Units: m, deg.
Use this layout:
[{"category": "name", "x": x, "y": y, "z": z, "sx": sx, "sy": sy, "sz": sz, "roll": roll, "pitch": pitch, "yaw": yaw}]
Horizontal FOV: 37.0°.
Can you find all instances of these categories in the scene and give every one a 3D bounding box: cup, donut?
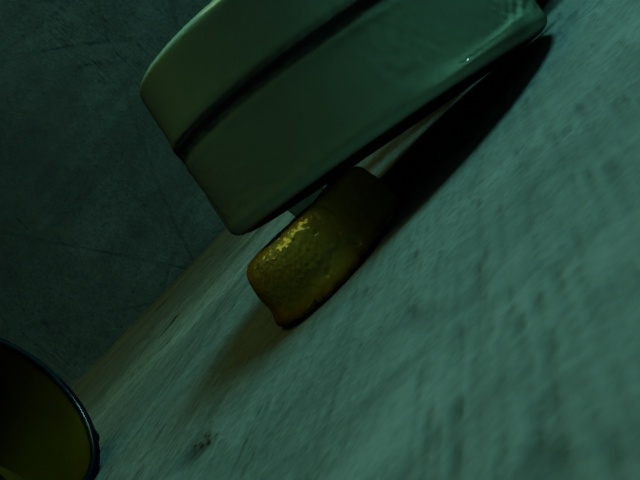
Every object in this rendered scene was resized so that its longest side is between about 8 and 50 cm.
[{"category": "cup", "x": -0.426, "y": 0.271, "z": 1.074, "sx": 0.292, "sy": 0.242, "sz": 0.308, "roll": -47, "pitch": 9, "yaw": 13}, {"category": "donut", "x": 0.000, "y": 0.000, "z": 0.786, "sx": 0.152, "sy": 0.058, "sz": 0.152, "roll": -44, "pitch": 5, "yaw": 5}]

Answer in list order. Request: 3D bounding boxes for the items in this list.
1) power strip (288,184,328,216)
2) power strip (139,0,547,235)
[{"category": "power strip", "x": -0.008, "y": -0.126, "z": 1.471, "sx": 0.078, "sy": 0.052, "sz": 0.272, "roll": -42, "pitch": 14, "yaw": 28}, {"category": "power strip", "x": 0.027, "y": -0.165, "z": 0.851, "sx": 0.357, "sy": 0.161, "sz": 0.357, "roll": -34, "pitch": 1, "yaw": 1}]
